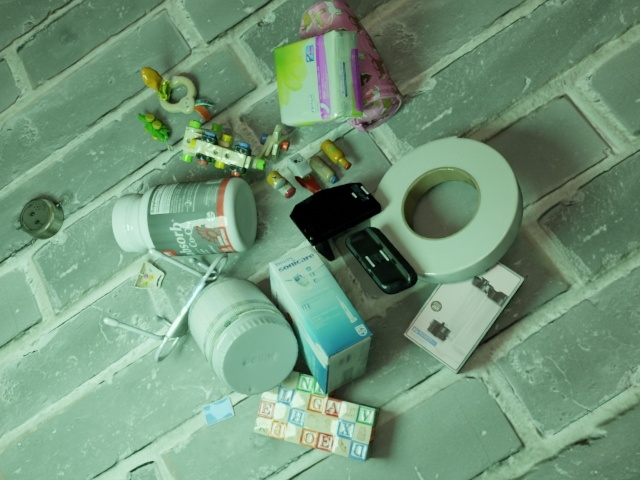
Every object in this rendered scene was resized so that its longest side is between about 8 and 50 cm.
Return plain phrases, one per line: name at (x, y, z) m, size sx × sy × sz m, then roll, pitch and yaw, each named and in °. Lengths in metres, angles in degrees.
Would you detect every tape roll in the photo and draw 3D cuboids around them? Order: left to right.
tape roll at (0.317, -0.083, 1.542) m, size 0.392 × 0.072 × 0.392 m, roll -13°, pitch 62°, yaw 25°

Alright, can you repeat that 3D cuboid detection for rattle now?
rattle at (-0.433, -0.458, 1.852) m, size 0.130 × 0.143 × 0.199 m, roll -41°, pitch 63°, yaw -18°

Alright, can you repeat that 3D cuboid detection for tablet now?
tablet at (-0.279, 0.468, 1.649) m, size 0.083 × 0.006 × 0.054 m, roll -23°, pitch 72°, yaw 9°

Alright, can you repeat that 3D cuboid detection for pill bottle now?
pill bottle at (-0.379, -0.060, 1.698) m, size 0.362 × 0.210 × 0.210 m, roll -4°, pitch 76°, yaw 14°

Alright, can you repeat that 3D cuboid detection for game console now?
game console at (0.093, -0.003, 1.512) m, size 0.213 × 0.044 × 0.361 m, roll -26°, pitch 57°, yaw -19°

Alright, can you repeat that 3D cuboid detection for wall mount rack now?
wall mount rack at (-0.399, 0.151, 1.592) m, size 0.130 × 0.304 × 0.350 m, roll 32°, pitch 89°, yaw 9°

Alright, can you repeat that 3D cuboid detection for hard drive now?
hard drive at (0.000, 0.000, 1.626) m, size 0.022 × 0.135 × 0.094 m, roll -25°, pitch 71°, yaw 8°

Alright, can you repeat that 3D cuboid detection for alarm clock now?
alarm clock at (-0.872, -0.084, 1.909) m, size 0.192 × 0.064 × 0.129 m, roll -38°, pitch 71°, yaw -1°

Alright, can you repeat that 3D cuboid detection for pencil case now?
pencil case at (0.083, -0.501, 1.720) m, size 0.167 × 0.160 × 0.386 m, roll -48°, pitch 63°, yaw 47°

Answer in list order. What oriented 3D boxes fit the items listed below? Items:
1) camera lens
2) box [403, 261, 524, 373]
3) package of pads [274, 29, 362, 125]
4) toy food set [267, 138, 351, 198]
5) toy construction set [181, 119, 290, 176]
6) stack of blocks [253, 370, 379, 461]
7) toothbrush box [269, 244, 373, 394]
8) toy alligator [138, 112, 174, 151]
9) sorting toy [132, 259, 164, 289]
camera lens at (-0.202, 0.234, 1.531) m, size 0.219 × 0.219 × 0.274 m, roll -50°, pitch 35°, yaw -2°
box at (0.359, 0.171, 1.519) m, size 0.169 × 0.087 × 0.290 m, roll 37°, pitch 87°, yaw 19°
package of pads at (-0.008, -0.431, 1.646) m, size 0.296 × 0.101 × 0.229 m, roll 11°, pitch 110°, yaw 55°
toy food set at (-0.031, -0.177, 1.682) m, size 0.232 × 0.111 × 0.104 m, roll -33°, pitch 68°, yaw -29°
toy construction set at (-0.257, -0.265, 1.736) m, size 0.327 × 0.215 × 0.151 m, roll 5°, pitch 100°, yaw 10°
stack of blocks at (-0.004, 0.439, 1.544) m, size 0.297 × 0.087 × 0.171 m, roll 10°, pitch 79°, yaw 16°
toothbrush box at (-0.007, 0.195, 1.497) m, size 0.126 × 0.216 × 0.295 m, roll -23°, pitch 58°, yaw -18°
toy alligator at (-0.500, -0.343, 1.884) m, size 0.189 × 0.056 × 0.051 m, roll 44°, pitch 49°, yaw 19°
sorting toy at (-0.502, 0.110, 1.778) m, size 0.075 × 0.045 × 0.083 m, roll 17°, pitch 81°, yaw 10°
